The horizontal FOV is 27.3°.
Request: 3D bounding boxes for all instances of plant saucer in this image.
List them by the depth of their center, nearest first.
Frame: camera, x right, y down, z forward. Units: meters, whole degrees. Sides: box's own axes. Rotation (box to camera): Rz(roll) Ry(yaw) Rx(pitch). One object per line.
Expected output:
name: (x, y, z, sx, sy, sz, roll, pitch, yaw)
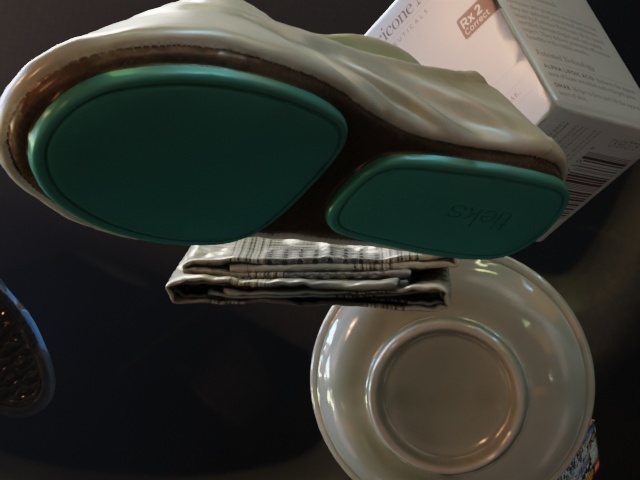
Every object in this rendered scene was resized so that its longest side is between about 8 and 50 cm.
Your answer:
plant saucer: (0.176, 0.207, 1.821, 0.401, 0.400, 0.100, -23, 2, 12)

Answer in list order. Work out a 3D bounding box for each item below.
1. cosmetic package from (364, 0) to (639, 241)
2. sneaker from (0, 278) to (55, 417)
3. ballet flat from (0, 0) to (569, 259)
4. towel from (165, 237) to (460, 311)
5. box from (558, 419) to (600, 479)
cosmetic package: (0.147, -0.119, 1.068, 0.151, 0.151, 0.183, -45, 55, 33)
sneaker: (-0.262, 0.035, 0.965, 0.069, 0.209, 0.082, -38, 7, 6)
ballet flat: (-0.017, -0.068, 0.725, 0.139, 0.400, 0.139, -7, 80, 44)
towel: (0.000, 0.000, 1.515, 0.312, 0.056, 0.324, 2, 19, 3)
box: (0.370, 0.338, 1.937, 0.027, 0.094, 0.137, 10, 39, 33)
